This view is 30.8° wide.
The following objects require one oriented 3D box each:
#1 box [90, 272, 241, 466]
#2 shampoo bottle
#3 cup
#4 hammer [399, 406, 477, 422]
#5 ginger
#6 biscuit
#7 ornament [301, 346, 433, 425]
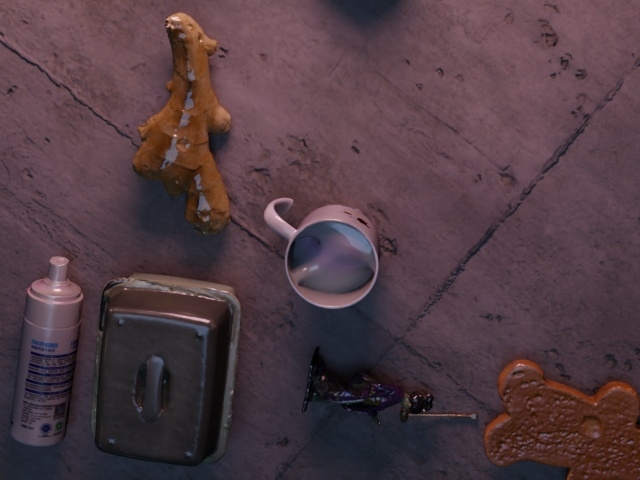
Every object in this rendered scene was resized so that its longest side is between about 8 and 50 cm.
[{"bbox_3d":[-0.237,0.198,1.780,0.221,0.166,0.290,8,106,5],"label":"box"},{"bbox_3d":[-0.430,0.171,1.832,0.092,0.092,0.303,11,107,3],"label":"shampoo bottle"},{"bbox_3d":[0.002,0.012,1.711,0.174,0.142,0.134,5,108,4],"label":"cup"},{"bbox_3d":[0.187,0.276,1.839,0.123,0.014,0.029,0,116,3],"label":"hammer"},{"bbox_3d":[-0.198,-0.168,1.710,0.148,0.081,0.333,5,108,0],"label":"ginger"},{"bbox_3d":[0.417,0.305,1.803,0.324,0.049,0.205,14,109,2],"label":"biscuit"},{"bbox_3d":[0.071,0.245,1.804,0.203,0.088,0.081,17,109,-1],"label":"ornament"}]
